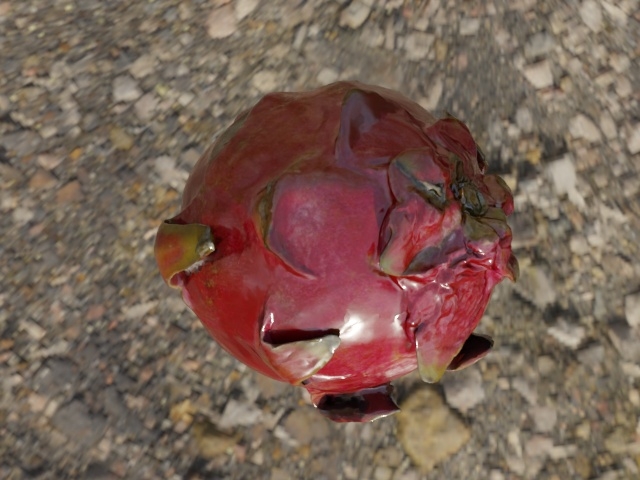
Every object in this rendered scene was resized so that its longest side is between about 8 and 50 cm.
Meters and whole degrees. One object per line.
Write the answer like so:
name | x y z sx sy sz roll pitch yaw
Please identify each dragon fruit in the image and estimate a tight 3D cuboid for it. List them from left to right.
dragon fruit | 0.000 0.000 0.574 0.133 0.166 0.136 -18 114 -26
